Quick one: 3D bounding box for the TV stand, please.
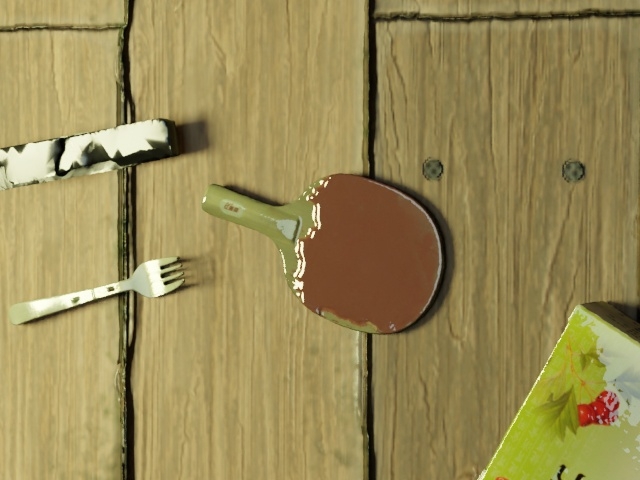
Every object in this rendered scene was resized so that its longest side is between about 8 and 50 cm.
[{"bbox_3d":[-0.236,-0.076,1.758,0.249,0.042,0.036,-9,86,29],"label":"TV stand"}]

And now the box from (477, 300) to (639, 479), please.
[{"bbox_3d":[0.272,0.187,1.482,0.260,0.062,0.175,34,108,22],"label":"box"}]

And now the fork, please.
[{"bbox_3d":[-0.205,0.051,1.761,0.219,0.028,0.034,-16,92,32],"label":"fork"}]

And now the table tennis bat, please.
[{"bbox_3d":[0.000,0.000,1.646,0.234,0.022,0.131,20,102,25],"label":"table tennis bat"}]
